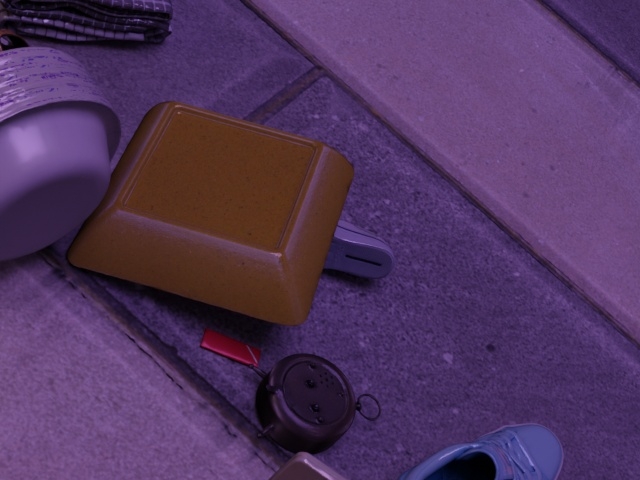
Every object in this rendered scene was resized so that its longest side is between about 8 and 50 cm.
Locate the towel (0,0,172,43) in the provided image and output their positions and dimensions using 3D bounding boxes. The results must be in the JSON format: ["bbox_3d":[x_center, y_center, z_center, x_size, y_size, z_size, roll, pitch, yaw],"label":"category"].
[{"bbox_3d":[-0.374,-0.427,1.633,0.284,0.121,0.235,-1,58,-31],"label":"towel"}]

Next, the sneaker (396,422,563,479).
[{"bbox_3d":[0.224,0.321,1.391,0.366,0.150,0.135,-20,69,-39],"label":"sneaker"}]

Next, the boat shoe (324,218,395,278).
[{"bbox_3d":[0.000,0.000,1.570,0.226,0.083,0.075,22,21,-14],"label":"boat shoe"}]

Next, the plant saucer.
[{"bbox_3d":[-0.137,-0.066,1.460,0.333,0.081,0.332,16,47,3],"label":"plant saucer"}]

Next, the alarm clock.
[{"bbox_3d":[0.000,0.216,1.405,0.192,0.064,0.129,10,52,-28],"label":"alarm clock"}]

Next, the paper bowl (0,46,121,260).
[{"bbox_3d":[-0.369,-0.084,1.259,0.284,0.284,0.148,-22,70,-40],"label":"paper bowl"}]

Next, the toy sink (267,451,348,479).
[{"bbox_3d":[0.016,0.384,1.220,0.234,0.153,0.131,36,46,-2],"label":"toy sink"}]

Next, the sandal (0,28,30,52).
[{"bbox_3d":[-0.448,-0.261,1.503,0.219,0.060,0.090,32,46,-6],"label":"sandal"}]

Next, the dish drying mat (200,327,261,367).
[{"bbox_3d":[-0.121,0.145,1.421,0.083,0.008,0.032,24,48,-13],"label":"dish drying mat"}]
